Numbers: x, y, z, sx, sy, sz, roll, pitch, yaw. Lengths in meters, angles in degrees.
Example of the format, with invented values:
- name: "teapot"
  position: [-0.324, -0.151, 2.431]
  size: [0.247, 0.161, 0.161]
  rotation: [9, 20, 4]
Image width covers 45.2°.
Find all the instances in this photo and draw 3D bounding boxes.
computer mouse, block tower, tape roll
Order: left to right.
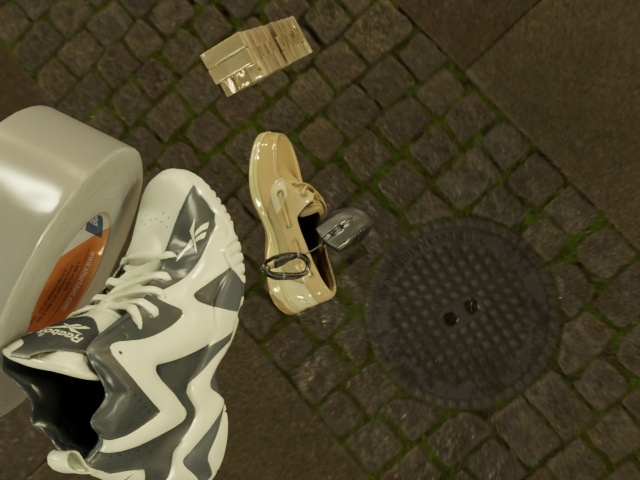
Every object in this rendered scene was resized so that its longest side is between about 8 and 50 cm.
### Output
- name: "tape roll"
  position: [-0.214, 0.015, 0.563]
  size: [0.072, 0.219, 0.219]
  rotation: [26, 91, 0]
- name: "block tower"
  position: [-0.117, -0.367, 1.514]
  size: [0.097, 0.335, 0.091]
  rotation: [-23, 102, 24]
- name: "computer mouse"
  position: [0.000, 0.000, 1.238]
  size: [0.071, 0.242, 0.041]
  rotation: [45, 138, 15]

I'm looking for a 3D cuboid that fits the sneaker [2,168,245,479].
- name: "sneaker"
  position: [-0.134, 0.049, 0.516]
  size: [0.094, 0.153, 0.235]
  rotation: [-2, 76, 31]

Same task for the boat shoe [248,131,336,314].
- name: "boat shoe"
  position: [-0.039, -0.045, 1.340]
  size: [0.110, 0.122, 0.341]
  rotation: [-21, 68, 27]
